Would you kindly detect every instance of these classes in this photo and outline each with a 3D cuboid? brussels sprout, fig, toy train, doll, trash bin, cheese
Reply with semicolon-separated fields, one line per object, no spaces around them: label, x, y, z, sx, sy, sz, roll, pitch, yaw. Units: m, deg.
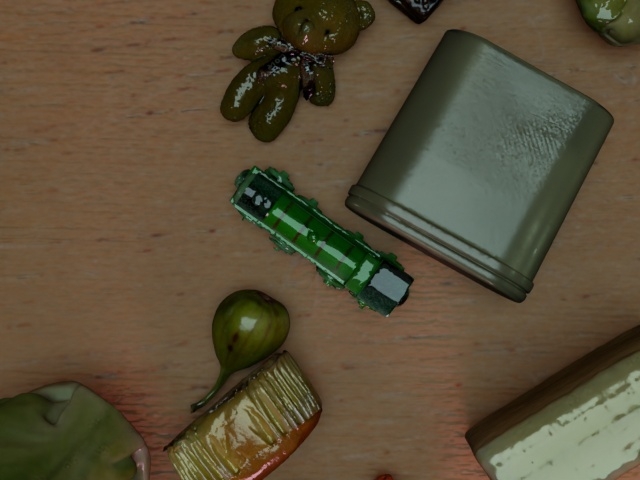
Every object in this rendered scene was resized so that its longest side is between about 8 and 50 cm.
brussels sprout;-0.338;0.328;1.325;0.289;0.281;0.354;37;82;-1
fig;-0.112;0.124;1.420;0.166;0.093;0.093;-41;90;24
brussels sprout;0.366;-0.307;1.380;0.155;0.117;0.155;5;108;14
toy train;0.000;0.000;1.390;0.251;0.119;0.085;35;92;-1
doll;-0.034;-0.216;1.400;0.137;0.097;0.209;30;97;-5
trash bin;0.187;-0.089;1.388;0.243;0.121;0.247;28;88;0
cheese;0.305;0.202;1.326;0.265;0.242;0.124;-32;81;1

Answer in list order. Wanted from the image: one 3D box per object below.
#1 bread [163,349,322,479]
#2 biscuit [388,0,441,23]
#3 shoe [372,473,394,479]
bread;-0.086;0.225;1.387;0.190;0.132;0.114;-36;90;5
biscuit;0.165;-0.380;1.404;0.106;0.070;0.252;44;91;-1
shoe;-0.022;0.385;1.397;0.336;0.132;0.171;-31;86;-1
